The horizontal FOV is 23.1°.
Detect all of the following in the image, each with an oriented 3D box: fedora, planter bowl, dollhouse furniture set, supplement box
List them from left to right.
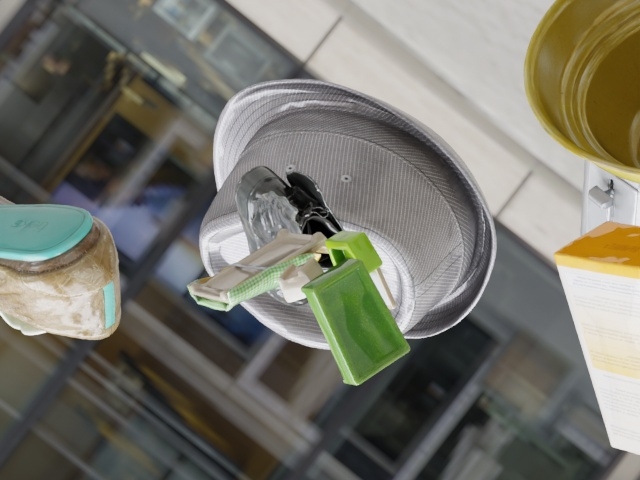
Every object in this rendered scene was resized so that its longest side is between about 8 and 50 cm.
[{"bbox_3d":[-0.007,0.037,0.880,0.151,0.076,0.058,5,124,64],"label":"dollhouse furniture set"},{"bbox_3d":[0.000,0.000,1.277,0.275,0.124,0.244,18,129,22],"label":"fedora"},{"bbox_3d":[0.144,0.045,0.668,0.062,0.036,0.098,11,125,58],"label":"supplement box"},{"bbox_3d":[0.244,-0.093,0.984,0.217,0.217,0.090,37,162,41],"label":"planter bowl"}]

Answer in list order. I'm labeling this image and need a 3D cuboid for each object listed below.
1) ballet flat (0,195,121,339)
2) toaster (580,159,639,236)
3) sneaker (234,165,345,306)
[{"bbox_3d":[-0.282,0.015,1.301,0.342,0.116,0.124,13,133,39],"label":"ballet flat"},{"bbox_3d":[0.336,-0.066,1.411,0.129,0.227,0.146,46,159,40],"label":"toaster"},{"bbox_3d":[-0.015,0.006,1.153,0.089,0.051,0.170,34,156,39],"label":"sneaker"}]
